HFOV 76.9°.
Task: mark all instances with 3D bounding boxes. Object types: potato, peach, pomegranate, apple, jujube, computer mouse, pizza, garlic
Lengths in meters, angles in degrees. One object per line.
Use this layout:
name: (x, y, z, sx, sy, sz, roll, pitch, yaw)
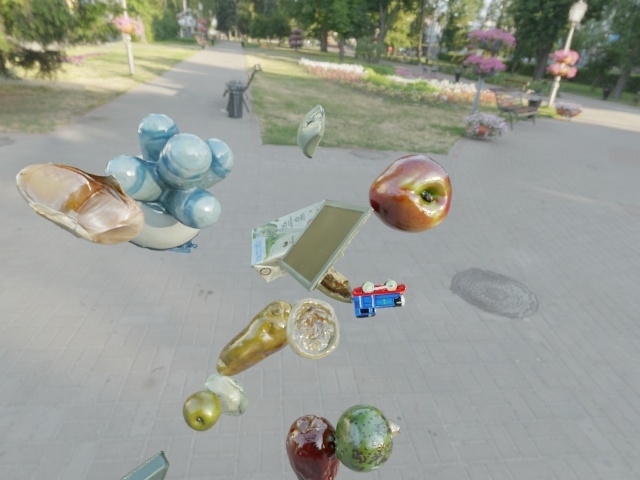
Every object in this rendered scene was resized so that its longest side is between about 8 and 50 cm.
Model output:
potato: (-0.233, 0.378, 1.514, 0.369, 0.176, 0.195, -40, 13, 6)
peach: (0.274, -0.148, 1.313, 0.245, 0.249, 0.274, -10, 7, -15)
pomegranate: (0.182, 0.765, 1.577, 0.270, 0.255, 0.254, -9, 29, -18)
apple: (-0.279, 0.400, 0.946, 0.089, 0.090, 0.074, 5, 15, -2)
jujube: (-0.028, 0.886, 1.679, 0.222, 0.319, 0.223, -8, 17, 2)
computer mouse: (-0.018, -0.174, 0.642, 0.032, 0.056, 0.110, 1, -17, -14)
pizza: (0.026, 0.155, 1.597, 0.271, 0.134, 0.056, 45, 45, 0)
garlic: (-0.353, -0.057, 0.596, 0.174, 0.099, 0.124, 33, -20, -11)

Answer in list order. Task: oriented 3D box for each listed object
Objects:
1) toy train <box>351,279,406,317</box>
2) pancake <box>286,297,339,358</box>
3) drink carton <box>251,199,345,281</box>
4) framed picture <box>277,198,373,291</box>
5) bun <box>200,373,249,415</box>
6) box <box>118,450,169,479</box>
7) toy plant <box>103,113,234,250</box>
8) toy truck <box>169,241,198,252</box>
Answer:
toy train: (0.220, 0.218, 1.530, 0.203, 0.131, 0.083, -6, -4, 3)
pancake: (-0.018, 0.211, 0.981, 0.151, 0.025, 0.152, 9, 67, -22)
drink carton: (-0.087, 0.005, 1.495, 0.324, 0.132, 0.194, -20, 46, 13)
framed picture: (0.000, 0.000, 0.921, 0.017, 0.217, 0.274, 40, -4, -21)
bun: (-0.435, 0.713, 1.872, 0.238, 0.239, 0.141, 16, 50, 20)
box: (-0.311, 0.427, 0.695, 0.031, 0.126, 0.091, 40, 32, 22)
toy plant: (-0.307, -0.121, 0.826, 0.246, 0.248, 0.332, -12, -7, -32)
toy truck: (-0.430, -0.005, 1.191, 0.136, 0.074, 0.063, 5, 32, 28)
